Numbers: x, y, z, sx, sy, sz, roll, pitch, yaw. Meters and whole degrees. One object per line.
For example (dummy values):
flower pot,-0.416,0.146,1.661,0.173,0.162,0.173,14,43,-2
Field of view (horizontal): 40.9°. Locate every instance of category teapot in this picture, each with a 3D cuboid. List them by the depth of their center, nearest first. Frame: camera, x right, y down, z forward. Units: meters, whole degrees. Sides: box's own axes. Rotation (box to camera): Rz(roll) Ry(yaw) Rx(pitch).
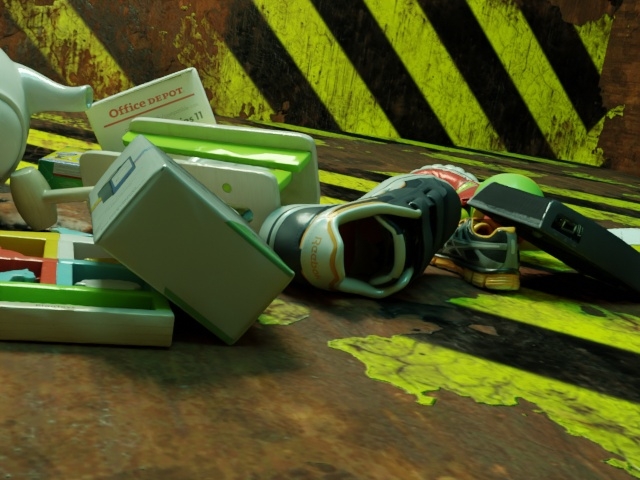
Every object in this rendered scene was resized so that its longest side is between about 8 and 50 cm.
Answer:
teapot,-0.443,-0.126,1.000,0.187,0.256,0.252,36,11,31

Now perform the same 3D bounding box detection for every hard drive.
hard drive,0.340,-0.001,1.178,0.255,0.054,0.172,27,1,-30

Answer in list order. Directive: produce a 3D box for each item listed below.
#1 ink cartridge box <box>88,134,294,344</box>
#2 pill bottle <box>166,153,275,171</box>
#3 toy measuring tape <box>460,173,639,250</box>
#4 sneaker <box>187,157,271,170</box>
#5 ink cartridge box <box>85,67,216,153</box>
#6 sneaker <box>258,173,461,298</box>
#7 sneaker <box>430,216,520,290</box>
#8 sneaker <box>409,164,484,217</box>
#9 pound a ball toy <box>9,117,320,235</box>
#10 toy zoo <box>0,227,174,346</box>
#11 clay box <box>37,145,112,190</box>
ink cartridge box,-0.131,-0.009,0.814,0.154,0.093,0.212,41,1,-22
pill bottle,-0.182,-0.136,1.464,0.119,0.119,0.208,18,15,38
toy measuring tape,0.350,-0.046,1.312,0.330,0.121,0.121,0,9,18
sneaker,-0.123,-0.087,1.377,0.212,0.080,0.094,7,25,-45
ink cartridge box,-0.308,-0.227,1.571,0.207,0.119,0.353,-21,12,-6
sneaker,0.087,-0.002,1.024,0.321,0.126,0.127,-16,21,-40
sneaker,0.205,0.004,1.177,0.084,0.083,0.215,1,13,-28
sneaker,0.238,-0.063,1.485,0.279,0.107,0.118,16,20,35
pound a ball toy,-0.186,-0.047,1.059,0.319,0.135,0.208,8,32,21
toy zoo,-0.251,0.034,0.817,0.192,0.030,0.293,5,12,-18
clay box,-0.362,-0.111,1.370,0.127,0.053,0.222,8,13,-7
